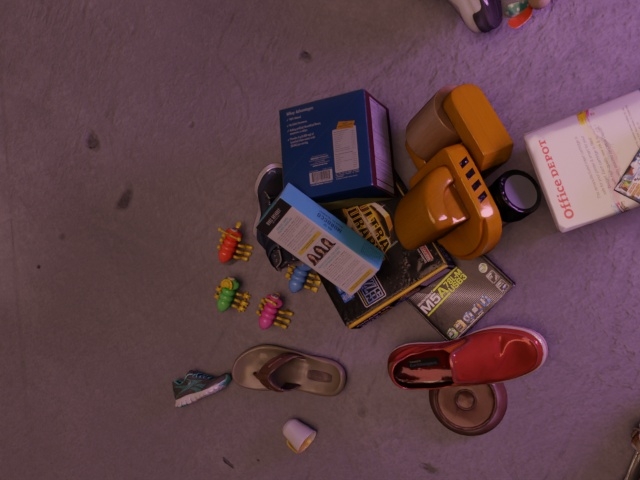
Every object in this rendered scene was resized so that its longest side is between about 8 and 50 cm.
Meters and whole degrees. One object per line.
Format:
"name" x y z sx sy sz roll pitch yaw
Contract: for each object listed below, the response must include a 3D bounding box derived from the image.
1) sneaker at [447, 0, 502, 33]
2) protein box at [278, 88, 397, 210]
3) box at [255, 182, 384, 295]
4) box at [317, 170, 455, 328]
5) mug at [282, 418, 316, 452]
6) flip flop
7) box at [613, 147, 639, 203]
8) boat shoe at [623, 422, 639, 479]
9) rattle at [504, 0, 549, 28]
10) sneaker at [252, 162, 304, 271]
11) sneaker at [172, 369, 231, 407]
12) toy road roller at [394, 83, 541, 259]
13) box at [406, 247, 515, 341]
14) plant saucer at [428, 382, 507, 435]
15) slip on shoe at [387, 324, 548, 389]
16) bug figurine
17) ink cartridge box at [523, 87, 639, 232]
"sneaker" 0.189 -0.575 1.491 0.258 0.169 0.447 -31 73 27
"protein box" 0.035 -0.179 1.469 0.200 0.136 0.201 -9 77 26
"box" 0.000 0.000 1.422 0.244 0.060 0.100 37 127 -8
"box" 0.097 -0.008 1.535 0.257 0.079 0.321 -35 70 19
"mug" -0.058 0.452 1.638 0.064 0.062 0.078 36 96 23
"flip flop" -0.079 0.307 1.629 0.277 0.080 0.112 6 93 19
"box" 0.577 -0.122 1.201 0.094 0.027 0.137 32 102 17
"boat shoe" 0.649 0.396 1.353 0.104 0.113 0.302 11 96 14
"rattle" 0.482 -0.511 1.435 0.130 0.143 0.199 47 125 46
"sneaker" -0.079 -0.039 1.504 0.226 0.086 0.163 98 151 -43
"sneaker" -0.296 0.346 1.720 0.167 0.065 0.076 -25 79 17
"toy road roller" 0.243 -0.119 1.387 0.329 0.241 0.202 64 153 11
"box" 0.283 0.095 1.513 0.184 0.045 0.190 46 105 12
"plant saucer" 0.313 0.338 1.517 0.169 0.029 0.168 0 91 19
"slip on shoe" 0.293 0.249 1.444 0.332 0.101 0.122 -10 99 18
"bug figurine" -0.146 0.089 1.653 0.279 0.072 0.216 21 98 18
"ink cartridge box" 0.547 -0.149 1.330 0.270 0.197 0.198 -21 85 18
